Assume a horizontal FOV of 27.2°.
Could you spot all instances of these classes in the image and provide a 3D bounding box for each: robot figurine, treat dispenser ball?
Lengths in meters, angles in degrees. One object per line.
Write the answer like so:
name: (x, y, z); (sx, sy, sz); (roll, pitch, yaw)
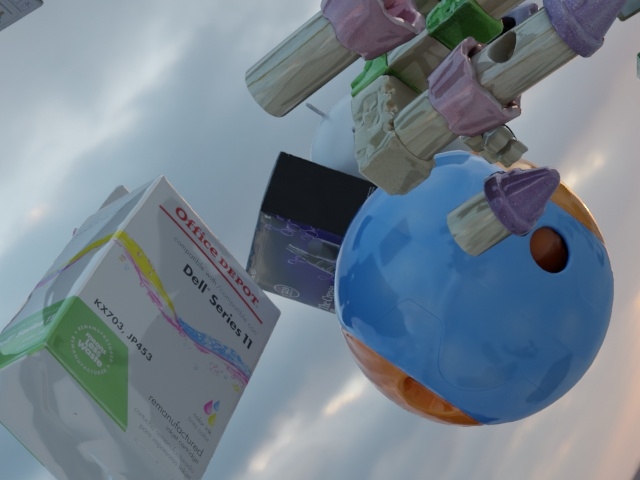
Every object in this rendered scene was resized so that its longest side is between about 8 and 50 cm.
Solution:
robot figurine: (0.124, -0.096, 1.938); (0.353, 0.300, 0.199); (34, -103, -40)
treat dispenser ball: (0.157, 0.049, 1.371); (0.288, 0.288, 0.288); (-53, -18, -26)

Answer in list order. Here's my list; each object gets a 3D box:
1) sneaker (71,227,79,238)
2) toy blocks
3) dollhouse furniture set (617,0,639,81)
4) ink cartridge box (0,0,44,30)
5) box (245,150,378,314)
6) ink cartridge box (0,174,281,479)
sneaker: (-0.244, 0.055, 1.636); (0.252, 0.111, 0.103); (64, -148, -71)
toy blocks: (0.136, -0.187, 0.989); (0.260, 0.309, 0.288); (-35, 37, 29)
dollhouse furniture set: (0.423, -0.336, 1.634); (0.151, 0.197, 0.301); (-32, -18, 5)
ink cartridge box: (-0.580, -0.329, 1.895); (0.311, 0.065, 0.186); (-30, -37, 12)
box: (0.000, 0.000, 1.849); (0.261, 0.184, 0.103); (108, -178, -65)
ink cartridge box: (-0.168, 0.082, 1.306); (0.119, 0.207, 0.353); (-28, 22, 31)
